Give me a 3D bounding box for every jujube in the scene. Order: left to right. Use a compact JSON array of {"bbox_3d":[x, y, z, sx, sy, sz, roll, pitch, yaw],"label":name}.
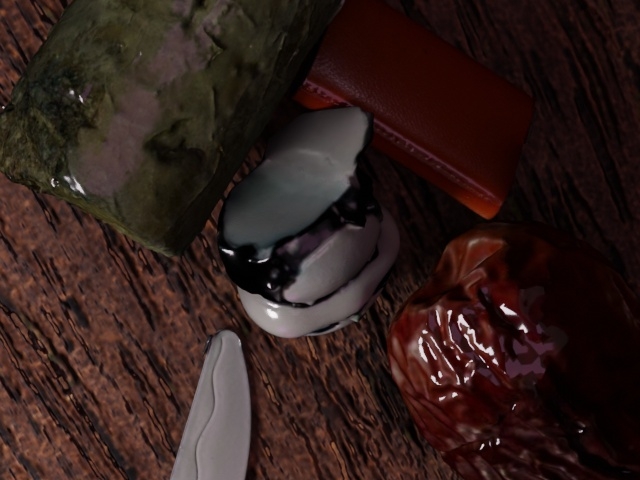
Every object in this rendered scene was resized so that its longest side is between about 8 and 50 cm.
[{"bbox_3d":[0.210,0.135,1.661,0.216,0.216,0.342,-43,108,-5],"label":"jujube"}]

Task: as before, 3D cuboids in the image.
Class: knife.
[{"bbox_3d":[-0.114,0.242,1.679,0.081,0.043,0.336,21,89,-18],"label":"knife"}]

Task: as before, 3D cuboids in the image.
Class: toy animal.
[{"bbox_3d":[0.000,0.000,1.606,0.166,0.138,0.179,-33,145,-8],"label":"toy animal"}]

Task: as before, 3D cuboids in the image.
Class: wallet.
[{"bbox_3d":[0.081,-0.120,1.653,0.204,0.045,0.142,31,51,-13],"label":"wallet"}]

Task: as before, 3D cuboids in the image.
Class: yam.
[{"bbox_3d":[-0.118,-0.143,1.561,0.195,0.195,0.300,34,88,-13],"label":"yam"}]
